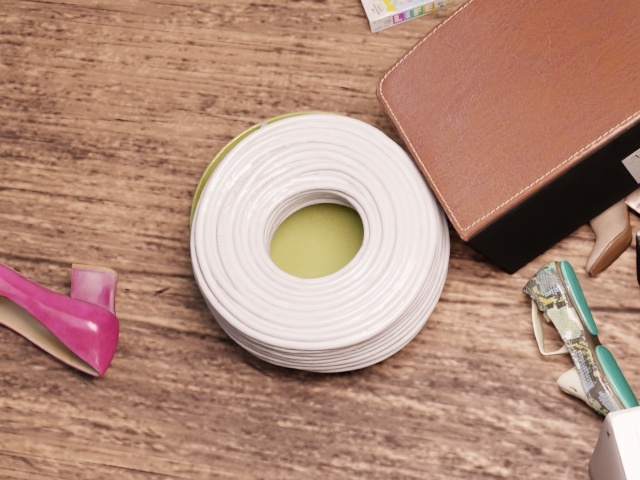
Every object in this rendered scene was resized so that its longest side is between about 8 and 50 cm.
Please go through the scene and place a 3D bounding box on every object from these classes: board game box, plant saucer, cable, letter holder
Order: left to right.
[{"bbox_3d":[-0.015,-0.020,1.464,0.241,0.037,0.241,-3,69,7],"label":"plant saucer"},{"bbox_3d":[0.000,0.000,1.384,0.257,0.089,0.257,22,73,15],"label":"cable"},{"bbox_3d":[0.082,-0.318,1.576,0.103,0.026,0.154,-19,67,0],"label":"board game box"},{"bbox_3d":[0.235,-0.148,1.377,0.302,0.152,0.214,-36,64,13],"label":"letter holder"}]

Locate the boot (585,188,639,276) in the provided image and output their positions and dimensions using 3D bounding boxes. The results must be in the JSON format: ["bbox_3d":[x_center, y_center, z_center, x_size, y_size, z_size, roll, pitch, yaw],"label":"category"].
[{"bbox_3d":[0.286,-0.030,1.431,0.118,0.042,0.087,-43,63,-11],"label":"boot"}]

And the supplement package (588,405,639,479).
[{"bbox_3d":[0.339,0.283,1.205,0.145,0.204,0.262,-11,67,1],"label":"supplement package"}]

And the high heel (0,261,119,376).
[{"bbox_3d":[-0.329,0.083,1.440,0.244,0.082,0.117,4,58,-5],"label":"high heel"}]

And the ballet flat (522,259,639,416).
[{"bbox_3d":[0.253,0.112,1.371,0.070,0.070,0.188,-20,65,-1],"label":"ballet flat"}]

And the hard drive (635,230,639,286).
[{"bbox_3d":[0.477,0.046,1.284,0.339,0.064,0.237,-4,25,6],"label":"hard drive"}]
